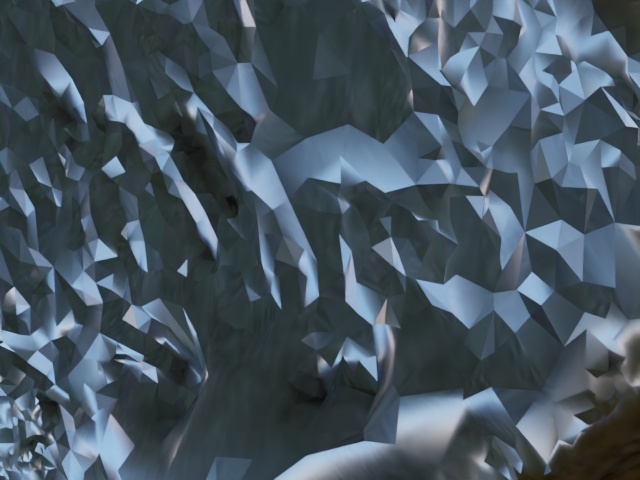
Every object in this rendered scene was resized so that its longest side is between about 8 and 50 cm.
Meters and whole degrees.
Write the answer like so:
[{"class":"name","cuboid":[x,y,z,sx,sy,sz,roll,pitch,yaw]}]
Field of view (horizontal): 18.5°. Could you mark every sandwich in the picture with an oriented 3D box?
[{"class":"sandwich","cuboid":[0.001,0.000,0.498,0.131,0.262,0.325,-8,-39,-39]}]
